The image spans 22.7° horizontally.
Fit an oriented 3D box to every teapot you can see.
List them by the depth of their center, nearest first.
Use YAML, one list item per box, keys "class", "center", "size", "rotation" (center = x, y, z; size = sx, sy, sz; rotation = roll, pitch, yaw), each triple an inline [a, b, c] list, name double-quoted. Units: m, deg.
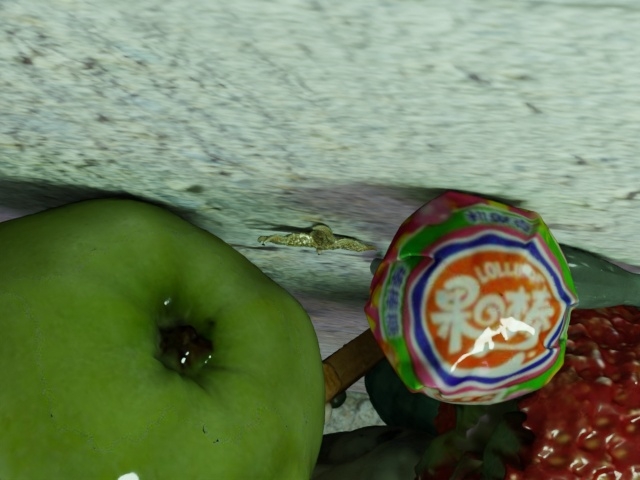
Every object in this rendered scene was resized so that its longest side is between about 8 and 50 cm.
- class: "teapot"
  center: [0.188, 0.030, 1.042]
  size: [0.111, 0.042, 0.043]
  rotation: [10, 172, -29]

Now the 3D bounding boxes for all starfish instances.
- class: "starfish"
  center: [0.000, 0.000, 1.117]
  size: [0.086, 0.016, 0.092]
  rotation: [0, 170, -6]

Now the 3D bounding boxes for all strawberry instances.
- class: "strawberry"
  center: [0.208, 0.160, 1.215]
  size: [0.258, 0.261, 0.261]
  rotation: [15, 170, -17]

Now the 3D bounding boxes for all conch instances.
- class: "conch"
  center: [0.135, 0.151, 1.589]
  size: [0.196, 0.134, 0.202]
  rotation: [15, 168, -28]

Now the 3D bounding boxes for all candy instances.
- class: "candy"
  center: [0.069, 0.030, 1.020]
  size: [0.124, 0.124, 0.365]
  rotation: [9, 180, -8]

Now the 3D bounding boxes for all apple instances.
- class: "apple"
  center: [-0.174, 0.142, 1.101]
  size: [0.357, 0.357, 0.357]
  rotation: [8, 172, 1]

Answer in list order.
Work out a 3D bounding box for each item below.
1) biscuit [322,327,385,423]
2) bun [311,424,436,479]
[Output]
- class: "biscuit"
  center: [-0.042, 0.162, 1.406]
  size: [0.205, 0.049, 0.324]
  rotation: [-37, 175, 37]
- class: "bun"
  center: [0.043, 0.278, 1.425]
  size: [0.360, 0.210, 0.360]
  rotation: [-4, -171, 1]
